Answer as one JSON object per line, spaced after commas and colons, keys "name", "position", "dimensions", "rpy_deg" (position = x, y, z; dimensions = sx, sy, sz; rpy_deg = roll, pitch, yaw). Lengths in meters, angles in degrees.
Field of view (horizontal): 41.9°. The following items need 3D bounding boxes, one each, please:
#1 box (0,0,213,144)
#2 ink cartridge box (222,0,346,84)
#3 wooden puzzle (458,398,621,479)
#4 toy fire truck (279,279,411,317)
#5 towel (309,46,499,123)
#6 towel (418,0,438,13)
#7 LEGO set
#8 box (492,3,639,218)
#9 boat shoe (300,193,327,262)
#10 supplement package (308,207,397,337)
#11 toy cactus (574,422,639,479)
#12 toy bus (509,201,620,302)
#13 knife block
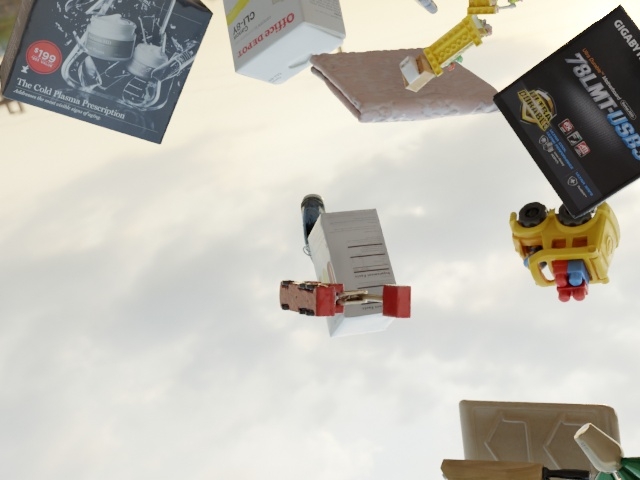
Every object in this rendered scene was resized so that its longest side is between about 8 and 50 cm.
{"name": "box", "position": [-0.451, -0.413, 1.740], "dimensions": [0.343, 0.313, 0.179], "rpy_deg": [15, -160, -30]}
{"name": "ink cartridge box", "position": [-0.109, -0.640, 2.146], "dimensions": [0.160, 0.385, 0.279], "rpy_deg": [5, 158, -45]}
{"name": "wooden puzzle", "position": [0.464, 0.488, 1.734], "dimensions": [0.347, 0.322, 0.080], "rpy_deg": [-4, -176, 36]}
{"name": "toy fire truck", "position": [0.033, 0.084, 1.225], "dimensions": [0.135, 0.047, 0.192], "rpy_deg": [0, -179, -26]}
{"name": "towel", "position": [0.176, -0.335, 1.792], "dimensions": [0.331, 0.053, 0.317], "rpy_deg": [-9, -146, -20]}
{"name": "towel", "position": [0.234, -0.571, 1.952], "dimensions": [0.029, 0.067, 0.119], "rpy_deg": [-50, 156, 13]}
{"name": "LEGO set", "position": [0.226, -0.345, 1.247], "dimensions": [0.132, 0.287, 0.107], "rpy_deg": [35, -144, 29]}
{"name": "box", "position": [0.532, -0.241, 1.596], "dimensions": [0.293, 0.296, 0.073], "rpy_deg": [-35, 168, 24]}
{"name": "boat shoe", "position": [0.000, 0.000, 2.247], "dimensions": [0.095, 0.255, 0.079], "rpy_deg": [-4, -151, 8]}
{"name": "supplement package", "position": [0.072, 0.071, 1.826], "dimensions": [0.133, 0.244, 0.139], "rpy_deg": [-6, 156, -17]}
{"name": "toy cactus", "position": [0.440, 0.351, 1.217], "dimensions": [0.112, 0.180, 0.219], "rpy_deg": [-42, 171, -20]}
{"name": "toy bus", "position": [0.504, 0.034, 1.760], "dimensions": [0.220, 0.149, 0.211], "rpy_deg": [-4, -130, 34]}
{"name": "knife block", "position": [0.396, 0.478, 1.611], "dimensions": [0.242, 0.088, 0.276], "rpy_deg": [-31, -151, -6]}
